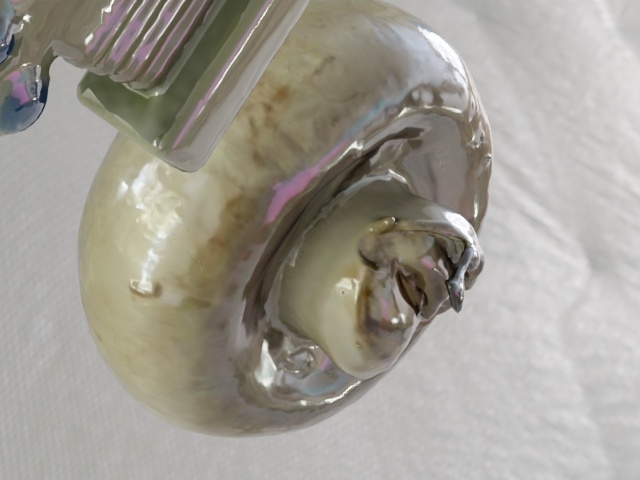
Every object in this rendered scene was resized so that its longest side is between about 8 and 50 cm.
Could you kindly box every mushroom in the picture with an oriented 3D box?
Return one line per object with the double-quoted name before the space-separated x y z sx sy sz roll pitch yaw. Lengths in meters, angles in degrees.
"mushroom" 0.000 0.000 1.342 0.294 0.362 0.362 35 -141 31

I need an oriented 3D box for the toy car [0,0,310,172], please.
"toy car" -0.167 -0.197 0.794 0.336 0.242 0.226 33 -179 41
